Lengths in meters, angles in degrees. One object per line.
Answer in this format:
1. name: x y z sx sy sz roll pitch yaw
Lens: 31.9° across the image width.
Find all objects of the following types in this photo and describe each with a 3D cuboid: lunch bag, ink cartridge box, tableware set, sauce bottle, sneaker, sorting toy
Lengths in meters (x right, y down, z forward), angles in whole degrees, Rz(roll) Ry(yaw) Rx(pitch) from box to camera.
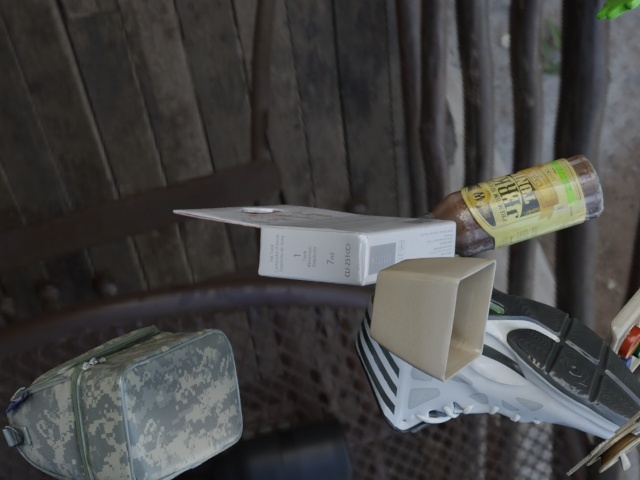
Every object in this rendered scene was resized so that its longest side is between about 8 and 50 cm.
1. lunch bag: -0.311 0.261 1.773 0.256 0.212 0.305 -6 -172 32
2. ink cartridge box: 0.000 0.000 1.417 0.261 0.066 0.296 6 -174 27
3. tableware set: 0.392 0.229 1.344 0.128 0.039 0.194 -21 155 -39
4. sauce bottle: 0.270 -0.039 1.765 0.344 0.111 0.111 -18 136 -4
5. sneaker: 0.257 0.216 1.707 0.447 0.169 0.257 30 124 8
6. sorting toy: 0.612 0.158 2.096 0.307 0.041 0.229 -40 145 -34

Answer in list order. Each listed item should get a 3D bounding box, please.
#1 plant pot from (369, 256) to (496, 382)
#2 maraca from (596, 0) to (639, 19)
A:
1. plant pot: 0.112 0.070 1.158 0.109 0.096 0.109 -20 121 -59
2. maraca: 0.436 -0.339 1.428 0.186 0.127 0.099 -36 98 3
